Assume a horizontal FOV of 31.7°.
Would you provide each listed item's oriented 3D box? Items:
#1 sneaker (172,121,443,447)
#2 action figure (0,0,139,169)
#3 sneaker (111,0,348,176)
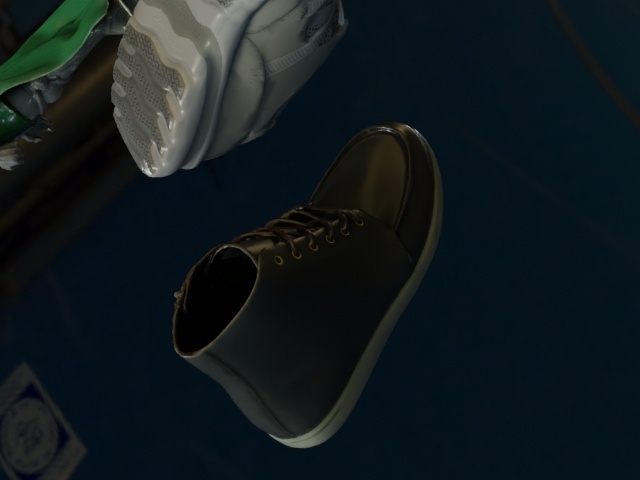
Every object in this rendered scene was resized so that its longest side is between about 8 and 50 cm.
[{"bbox_3d":[0.000,0.000,0.667,0.083,0.118,0.222,1,-121,37],"label":"sneaker"},{"bbox_3d":[-0.207,-0.078,0.722,0.232,0.063,0.137,-37,-163,12],"label":"action figure"},{"bbox_3d":[-0.030,-0.151,0.626,0.115,0.281,0.105,-17,-113,-36],"label":"sneaker"}]
